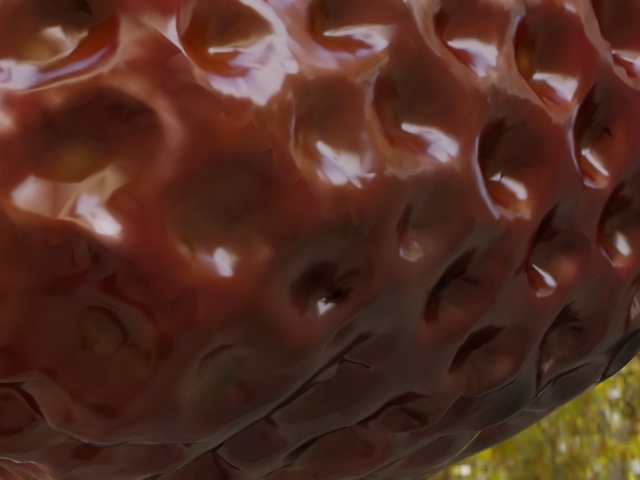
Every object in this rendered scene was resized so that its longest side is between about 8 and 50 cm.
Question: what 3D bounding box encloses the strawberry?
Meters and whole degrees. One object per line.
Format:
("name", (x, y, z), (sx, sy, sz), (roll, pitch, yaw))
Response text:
("strawberry", (0.012, -0.010, 0.468), (0.253, 0.280, 0.150), (-43, -94, -15))
